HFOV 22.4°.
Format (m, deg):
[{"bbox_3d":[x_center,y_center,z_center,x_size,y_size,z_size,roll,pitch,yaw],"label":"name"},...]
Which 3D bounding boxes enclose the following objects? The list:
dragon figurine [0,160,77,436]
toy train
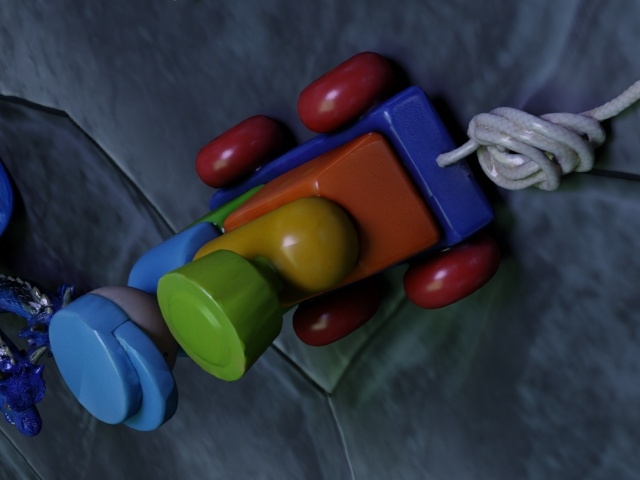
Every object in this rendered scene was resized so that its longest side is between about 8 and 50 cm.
[{"bbox_3d":[-0.231,-0.022,0.922,0.144,0.085,0.289,-13,109,53],"label":"dragon figurine"},{"bbox_3d":[0.000,0.000,0.616,0.248,0.143,0.105,-23,101,55],"label":"toy train"}]
